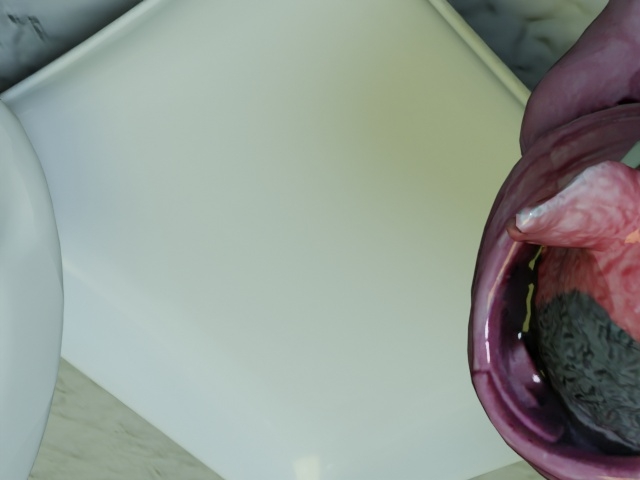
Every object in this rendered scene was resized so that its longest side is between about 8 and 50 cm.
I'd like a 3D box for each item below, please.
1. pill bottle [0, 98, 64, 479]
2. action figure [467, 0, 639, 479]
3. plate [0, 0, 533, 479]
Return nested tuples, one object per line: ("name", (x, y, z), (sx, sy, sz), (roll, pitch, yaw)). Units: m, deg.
("pill bottle", (-0.316, 0.013, 0.700), (0.392, 0.224, 0.224), (11, 141, 23))
("action figure", (0.113, 0.001, 0.492), (0.275, 0.248, 0.370), (-16, 171, 29))
("plate", (0.000, 0.000, 0.745), (0.277, 0.045, 0.278), (-27, 124, 38))
